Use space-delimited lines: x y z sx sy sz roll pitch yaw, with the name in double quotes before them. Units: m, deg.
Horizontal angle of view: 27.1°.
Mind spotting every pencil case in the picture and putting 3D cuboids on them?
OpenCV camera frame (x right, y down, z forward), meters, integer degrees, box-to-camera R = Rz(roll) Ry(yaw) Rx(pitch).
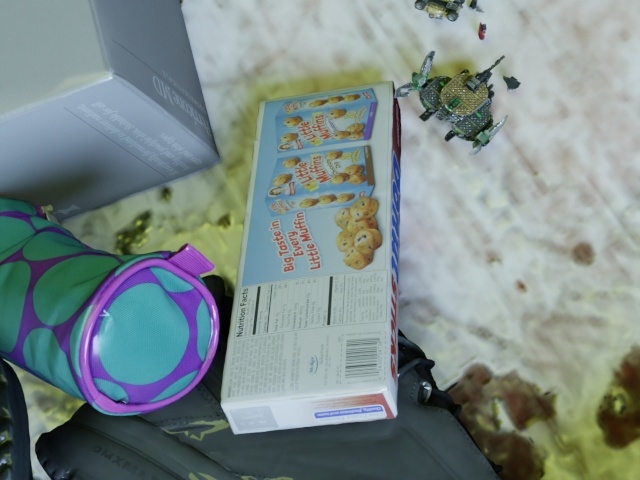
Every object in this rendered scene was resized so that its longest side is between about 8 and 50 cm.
"pencil case" -0.105 0.022 0.540 0.151 0.064 0.070 17 70 49

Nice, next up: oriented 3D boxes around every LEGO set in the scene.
"LEGO set" 0.062 -0.072 0.596 0.054 0.023 0.083 12 64 3

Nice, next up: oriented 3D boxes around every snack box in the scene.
"snack box" 0.000 0.000 0.547 0.064 0.022 0.178 -8 44 12

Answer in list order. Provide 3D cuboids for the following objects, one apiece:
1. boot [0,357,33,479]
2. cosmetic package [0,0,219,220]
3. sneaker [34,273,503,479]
"boot" -0.119 0.187 0.499 0.094 0.207 0.246 -12 54 10
"cosmetic package" -0.135 -0.141 0.615 0.107 0.127 0.238 -22 74 12
"sneaker" 0.029 0.101 0.524 0.286 0.109 0.130 25 71 16
